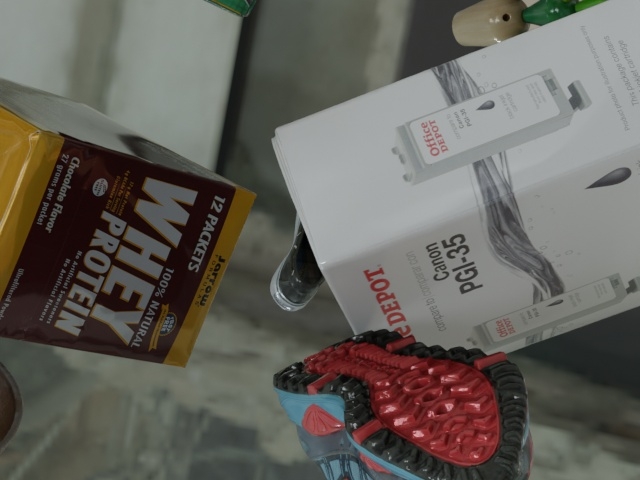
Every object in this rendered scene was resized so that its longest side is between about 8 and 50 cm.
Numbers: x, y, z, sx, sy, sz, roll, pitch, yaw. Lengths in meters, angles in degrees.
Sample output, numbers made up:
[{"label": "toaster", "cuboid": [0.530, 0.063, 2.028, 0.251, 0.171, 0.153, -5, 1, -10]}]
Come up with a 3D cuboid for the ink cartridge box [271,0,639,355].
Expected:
[{"label": "ink cartridge box", "cuboid": [0.136, -0.028, 1.221, 0.283, 0.117, 0.207, -21, 148, 4]}]

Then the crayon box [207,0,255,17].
[{"label": "crayon box", "cuboid": [-0.187, -0.289, 1.542, 0.278, 0.081, 0.165, 23, -174, -40]}]

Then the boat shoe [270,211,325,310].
[{"label": "boat shoe", "cuboid": [0.000, 0.000, 1.569, 0.049, 0.142, 0.040, 34, 139, -13]}]

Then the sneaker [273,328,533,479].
[{"label": "sneaker", "cuboid": [0.065, 0.130, 1.097, 0.104, 0.125, 0.262, -25, -166, -14]}]

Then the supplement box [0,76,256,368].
[{"label": "supplement box", "cuboid": [-0.188, -0.023, 1.208, 0.191, 0.129, 0.194, 28, -172, 39]}]

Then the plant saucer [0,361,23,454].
[{"label": "plant saucer", "cuboid": [-0.322, 0.095, 1.026, 0.311, 0.050, 0.310, 9, -163, -3]}]

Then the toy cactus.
[{"label": "toy cactus", "cuboid": [0.208, -0.217, 1.737, 0.180, 0.219, 0.112, -6, -166, 41]}]
